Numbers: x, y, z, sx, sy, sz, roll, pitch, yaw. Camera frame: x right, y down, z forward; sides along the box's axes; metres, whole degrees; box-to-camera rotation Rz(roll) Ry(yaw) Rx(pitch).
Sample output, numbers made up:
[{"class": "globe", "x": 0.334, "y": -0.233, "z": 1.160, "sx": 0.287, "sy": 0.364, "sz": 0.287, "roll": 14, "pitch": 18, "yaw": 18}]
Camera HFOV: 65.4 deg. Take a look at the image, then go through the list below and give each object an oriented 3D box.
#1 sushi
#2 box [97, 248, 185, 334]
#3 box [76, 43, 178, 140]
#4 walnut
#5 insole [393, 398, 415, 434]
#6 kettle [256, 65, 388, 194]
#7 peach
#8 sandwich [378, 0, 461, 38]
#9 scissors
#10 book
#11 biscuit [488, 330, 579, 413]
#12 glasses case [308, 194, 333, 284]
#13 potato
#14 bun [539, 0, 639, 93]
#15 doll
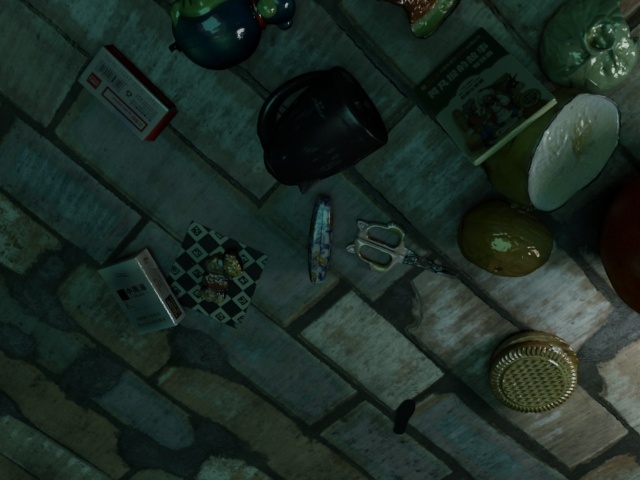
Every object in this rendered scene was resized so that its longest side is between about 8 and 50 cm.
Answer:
[{"class": "sushi", "x": -0.319, "y": 0.120, "z": 1.464, "sx": 0.264, "sy": 0.050, "sz": 0.289, "roll": 25, "pitch": 115, "yaw": -3}, {"class": "box", "x": -0.532, "y": 0.156, "z": 1.490, "sx": 0.155, "sy": 0.067, "sz": 0.242, "roll": -16, "pitch": 111, "yaw": 21}, {"class": "box", "x": -0.489, "y": -0.371, "z": 1.273, "sx": 0.229, "sy": 0.050, "sz": 0.123, "roll": 44, "pitch": 114, "yaw": -12}, {"class": "walnut", "x": 0.451, "y": -0.001, "z": 1.230, "sx": 0.226, "sy": 0.193, "sz": 0.193, "roll": 25, "pitch": 114, "yaw": -10}, {"class": "insole", "x": 0.269, "y": 0.568, "z": 1.604, "sx": 0.053, "sy": 0.002, "sz": 0.152, "roll": 11, "pitch": 114, "yaw": 3}, {"class": "kettle", "x": -0.025, "y": -0.269, "z": 1.195, "sx": 0.290, "sy": 0.207, "sz": 0.268, "roll": -31, "pitch": 77, "yaw": 28}, {"class": "peach", "x": 0.799, "y": 0.009, "z": 1.076, "sx": 0.389, "sy": 0.388, "sz": 0.387, "roll": 3, "pitch": 114, "yaw": 7}, {"class": "sandwich", "x": 0.173, "y": -0.581, "z": 1.031, "sx": 0.302, "sy": 0.162, "sz": 0.250, "roll": 5, "pitch": 132, "yaw": -27}, {"class": "scissors", "x": 0.232, "y": 0.042, "z": 1.367, "sx": 0.318, "sy": 0.024, "sz": 0.160, "roll": 21, "pitch": 114, "yaw": -2}, {"class": "book", "x": 0.349, "y": -0.319, "z": 1.094, "sx": 0.202, "sy": 0.264, "sz": 0.027, "roll": -41, "pitch": 146, "yaw": 22}, {"class": "biscuit", "x": 0.611, "y": 0.380, "z": 1.433, "sx": 0.260, "sy": 0.079, "sz": 0.258, "roll": 4, "pitch": 114, "yaw": 8}, {"class": "glasses case", "x": 0.000, "y": 0.000, "z": 1.347, "sx": 0.065, "sy": 0.087, "sz": 0.247, "roll": 6, "pitch": 114, "yaw": 1}, {"class": "potato", "x": 0.505, "y": -0.220, "z": 1.137, "sx": 0.300, "sy": 0.196, "sz": 0.246, "roll": -37, "pitch": 125, "yaw": -9}, {"class": "bun", "x": 0.585, "y": -0.419, "z": 1.064, "sx": 0.213, "sy": 0.126, "sz": 0.203, "roll": 20, "pitch": 116, "yaw": -2}, {"class": "doll", "x": -0.192, "y": -0.496, "z": 1.102, "sx": 0.322, "sy": 0.198, "sz": 0.186, "roll": -23, "pitch": 121, "yaw": 7}]
